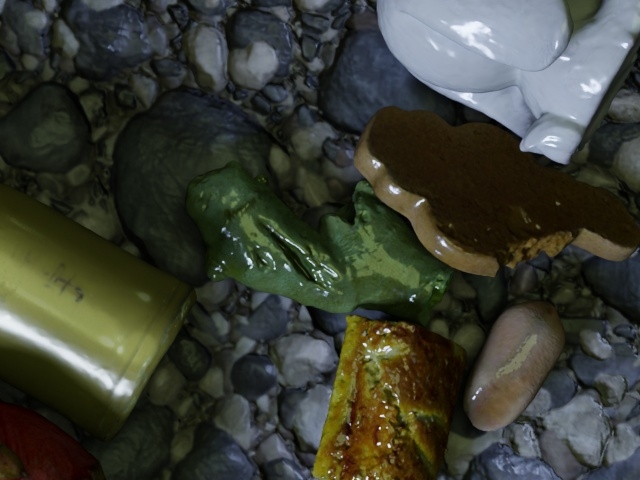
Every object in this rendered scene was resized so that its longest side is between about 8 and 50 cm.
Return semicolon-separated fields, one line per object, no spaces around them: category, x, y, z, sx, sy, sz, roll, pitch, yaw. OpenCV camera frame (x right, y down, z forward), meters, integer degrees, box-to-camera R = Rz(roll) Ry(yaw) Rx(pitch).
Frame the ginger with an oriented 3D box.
ginger;0.004;0.002;1.615;0.290;0.089;0.137;8;99;-5

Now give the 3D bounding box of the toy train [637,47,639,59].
toy train;0.484;-0.288;1.705;0.369;0.163;0.232;-4;84;-13

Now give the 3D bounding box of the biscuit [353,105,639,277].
biscuit;0.184;-0.040;1.646;0.319;0.047;0.183;8;56;-21

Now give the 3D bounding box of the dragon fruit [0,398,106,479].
dragon fruit;-0.316;0.277;1.416;0.342;0.277;0.277;35;77;-3

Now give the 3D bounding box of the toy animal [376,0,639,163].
toy animal;0.179;-0.211;1.600;0.265;0.272;0.206;29;78;8

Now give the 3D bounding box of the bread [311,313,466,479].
bread;0.073;0.171;1.586;0.132;0.103;0.172;26;72;-41

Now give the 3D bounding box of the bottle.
bottle;-0.305;0.032;1.509;0.351;0.171;0.171;31;77;-3

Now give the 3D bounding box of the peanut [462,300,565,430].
peanut;0.197;0.127;1.639;0.076;0.076;0.152;34;75;-5
